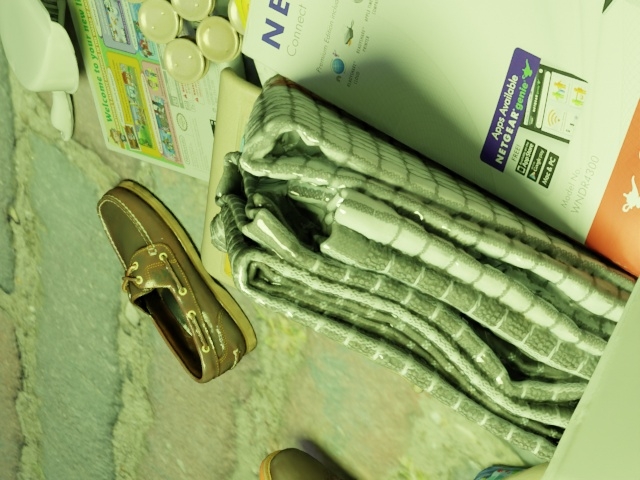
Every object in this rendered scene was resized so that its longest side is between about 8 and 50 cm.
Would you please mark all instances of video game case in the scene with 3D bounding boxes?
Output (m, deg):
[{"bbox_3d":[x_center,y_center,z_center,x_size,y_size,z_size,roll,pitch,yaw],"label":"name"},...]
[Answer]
[{"bbox_3d":[-0.135,-0.152,1.146,0.193,0.023,0.212,19,132,38],"label":"video game case"}]

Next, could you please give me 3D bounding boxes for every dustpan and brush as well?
[{"bbox_3d":[-0.249,-0.165,1.236,0.147,0.060,0.211,54,147,33],"label":"dustpan and brush"}]

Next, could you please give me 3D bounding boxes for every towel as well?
[{"bbox_3d":[0.067,0.019,0.807,0.284,0.235,0.121,25,100,-9],"label":"towel"}]

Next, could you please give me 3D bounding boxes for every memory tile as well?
[{"bbox_3d":[-0.083,-0.193,1.023,0.148,0.012,0.113,-30,95,33],"label":"memory tile"}]

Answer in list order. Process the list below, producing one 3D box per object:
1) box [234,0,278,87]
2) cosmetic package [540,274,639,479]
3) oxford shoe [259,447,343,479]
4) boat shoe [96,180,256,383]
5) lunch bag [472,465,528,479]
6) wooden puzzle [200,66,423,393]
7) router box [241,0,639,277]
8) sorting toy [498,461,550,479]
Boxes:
[{"bbox_3d":[0.008,-0.131,0.931,0.043,0.105,0.179,15,130,56],"label":"box"},{"bbox_3d":[0.341,0.154,0.536,0.453,0.161,0.230,9,138,34],"label":"cosmetic package"},{"bbox_3d":[0.063,0.268,1.225,0.271,0.097,0.098,40,122,12],"label":"oxford shoe"},{"bbox_3d":[-0.146,0.038,1.271,0.207,0.073,0.073,51,145,7],"label":"boat shoe"},{"bbox_3d":[0.198,0.265,1.052,0.219,0.090,0.176,-15,105,52],"label":"lunch bag"},{"bbox_3d":[0.000,0.000,1.080,0.239,0.044,0.221,31,139,18],"label":"wooden puzzle"},{"bbox_3d":[0.119,-0.194,0.717,0.301,0.082,0.335,31,125,28],"label":"router box"},{"bbox_3d":[0.284,0.180,0.846,0.257,0.089,0.255,39,143,-12],"label":"sorting toy"}]
